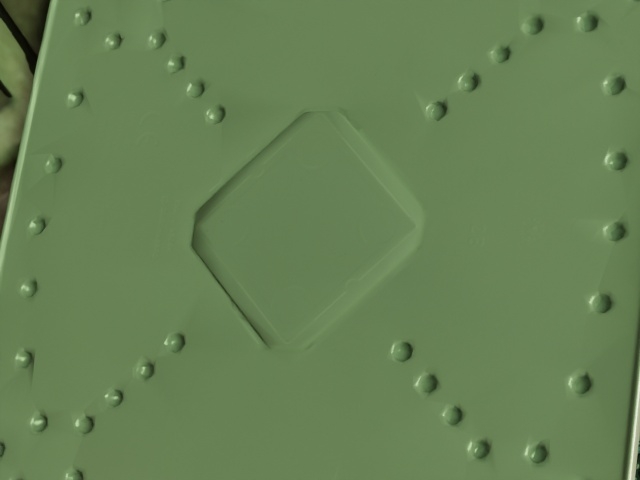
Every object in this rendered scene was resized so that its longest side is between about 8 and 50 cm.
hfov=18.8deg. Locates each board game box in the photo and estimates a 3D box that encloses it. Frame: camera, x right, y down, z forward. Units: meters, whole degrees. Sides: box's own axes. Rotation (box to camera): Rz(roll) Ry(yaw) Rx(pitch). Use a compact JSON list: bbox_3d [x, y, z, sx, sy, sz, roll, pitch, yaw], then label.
[{"bbox_3d":[0.000,0.000,1.064,0.050,0.390,0.390,39,56,-59],"label":"board game box"}]

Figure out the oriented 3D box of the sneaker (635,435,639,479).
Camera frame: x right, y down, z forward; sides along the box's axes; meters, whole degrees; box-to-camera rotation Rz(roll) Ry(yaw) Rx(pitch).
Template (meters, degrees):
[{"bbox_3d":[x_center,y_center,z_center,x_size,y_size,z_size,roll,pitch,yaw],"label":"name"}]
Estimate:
[{"bbox_3d":[0.228,0.110,1.139,0.104,0.125,0.262,42,61,-14],"label":"sneaker"}]
